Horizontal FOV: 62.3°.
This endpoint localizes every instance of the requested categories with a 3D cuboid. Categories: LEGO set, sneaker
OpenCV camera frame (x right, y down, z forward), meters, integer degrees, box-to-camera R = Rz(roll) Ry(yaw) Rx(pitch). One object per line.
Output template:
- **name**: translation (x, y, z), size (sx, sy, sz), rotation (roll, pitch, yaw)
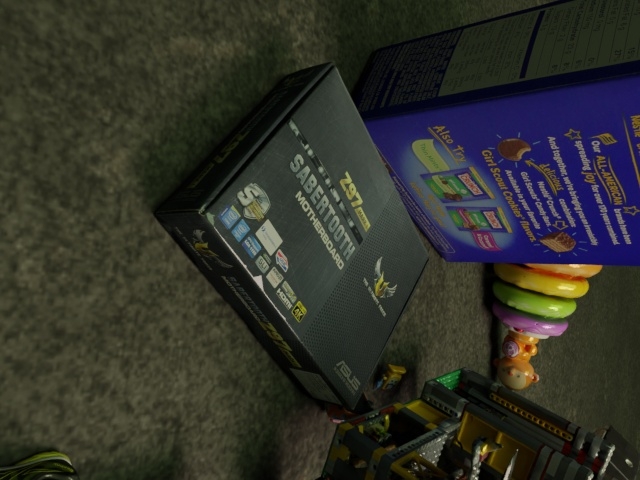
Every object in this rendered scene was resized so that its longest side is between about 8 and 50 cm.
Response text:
- **LEGO set**: translation (0.133, 0.263, 0.472), size (0.331, 0.192, 0.255), rotation (15, 97, -52)
- **sneaker**: translation (-0.169, 0.136, 0.279), size (0.083, 0.035, 0.031), rotation (-9, 97, -49)

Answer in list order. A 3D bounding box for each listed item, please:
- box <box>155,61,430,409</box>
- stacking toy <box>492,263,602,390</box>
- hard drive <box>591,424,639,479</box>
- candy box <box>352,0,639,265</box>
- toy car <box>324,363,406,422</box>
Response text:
- **box**: translation (0.000, 0.000, 0.452), size (0.183, 0.059, 0.233), rotation (-56, 129, -33)
- **stacking toy**: translation (0.310, 0.077, 0.769), size (0.165, 0.175, 0.302), rotation (-1, 106, -54)
- **hard drive**: translation (0.242, 0.377, 0.638), size (0.339, 0.064, 0.237), rotation (-23, 153, -46)
- **candy box**: translation (0.226, -0.085, 0.513), size (0.268, 0.317, 0.122), rotation (44, 60, -41)
- **toy car**: translation (0.049, 0.158, 0.521), size (0.122, 0.060, 0.041), rotation (10, 115, -42)
